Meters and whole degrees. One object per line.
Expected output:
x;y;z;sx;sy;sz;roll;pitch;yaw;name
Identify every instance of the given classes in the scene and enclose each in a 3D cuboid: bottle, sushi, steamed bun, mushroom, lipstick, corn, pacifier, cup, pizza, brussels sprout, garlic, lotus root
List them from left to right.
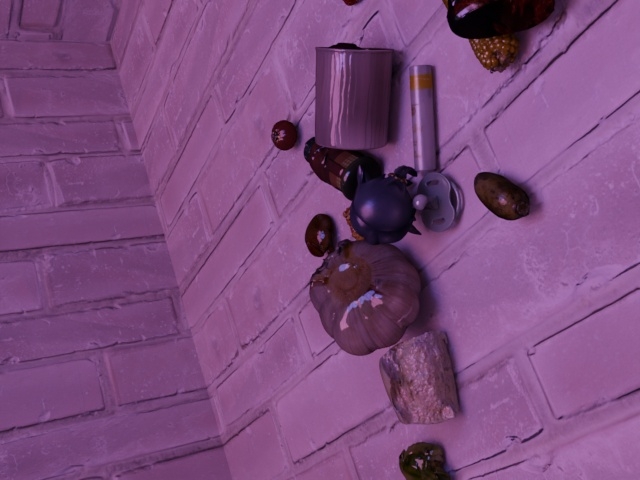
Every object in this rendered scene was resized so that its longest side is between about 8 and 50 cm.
-0.002;0.001;2.413;0.135;0.080;0.171;123;135;-60;mushroom
0.056;-0.221;2.222;0.271;0.143;0.156;38;166;46;bottle
0.067;-0.398;2.088;0.288;0.208;0.273;19;114;48;cup
0.106;-0.068;2.256;0.131;0.041;0.178;47;134;47;pizza
0.127;0.150;2.054;0.321;0.241;0.322;-2;86;38;garlic
0.250;0.368;1.984;0.200;0.170;0.226;-36;66;50;steamed bun
0.276;0.619;2.070;0.181;0.100;0.139;-22;96;47;brussels sprout
0.259;-0.307;1.938;0.059;0.059;0.264;5;100;58;lipstick
0.278;-0.095;1.896;0.126;0.116;0.151;-2;91;44;pacifier
0.344;-0.508;1.715;0.313;0.101;0.102;64;144;27;corn
0.366;-0.504;1.576;0.225;0.136;0.126;-11;62;23;sushi
0.402;-0.098;1.713;0.081;0.089;0.179;-55;36;9;lotus root

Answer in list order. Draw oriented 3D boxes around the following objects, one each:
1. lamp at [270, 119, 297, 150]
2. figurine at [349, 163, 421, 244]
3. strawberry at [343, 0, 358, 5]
-0.120;-0.346;2.525;0.101;0.090;0.101;23;119;52;lamp
0.165;-0.095;1.965;0.265;0.175;0.197;-82;-14;-54;figurine
0.086;-0.693;2.151;0.083;0.073;0.073;61;-170;-71;strawberry
